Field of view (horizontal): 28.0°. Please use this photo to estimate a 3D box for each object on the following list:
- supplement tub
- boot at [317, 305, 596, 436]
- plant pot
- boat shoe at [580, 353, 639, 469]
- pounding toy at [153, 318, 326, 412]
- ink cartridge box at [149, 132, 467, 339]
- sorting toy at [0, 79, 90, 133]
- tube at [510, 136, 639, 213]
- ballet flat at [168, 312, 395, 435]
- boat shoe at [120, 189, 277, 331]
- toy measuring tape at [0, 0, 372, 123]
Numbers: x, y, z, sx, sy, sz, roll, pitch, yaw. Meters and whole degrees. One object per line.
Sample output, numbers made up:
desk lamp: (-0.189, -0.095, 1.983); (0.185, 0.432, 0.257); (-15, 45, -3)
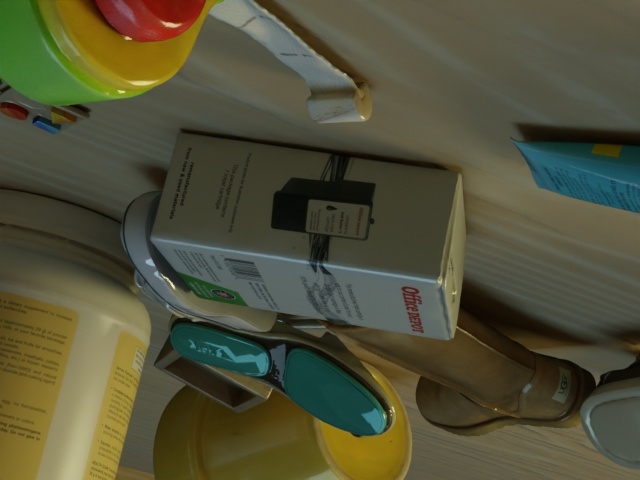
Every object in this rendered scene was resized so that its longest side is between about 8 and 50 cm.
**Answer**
supplement tub: (-0.290, 0.142, 1.168); (0.241, 0.331, 0.241); (11, 162, 4)
boot: (0.097, 0.102, 1.220); (0.269, 0.089, 0.236); (27, 154, -33)
plant pot: (-0.030, 0.249, 1.529); (0.254, 0.254, 0.239); (25, 142, -35)
boat shoe: (0.378, 0.132, 1.092); (0.324, 0.097, 0.116); (-14, 108, 47)
pounding toy: (-0.085, 0.111, 1.368); (0.130, 0.100, 0.141); (30, 157, -10)
ink cartridge box: (0.000, 0.000, 0.939); (0.208, 0.087, 0.153); (9, 162, 11)
sorting toy: (-0.212, -0.095, 0.905); (0.083, 0.012, 0.062); (23, 160, -33)
tube: (0.220, -0.032, 0.769); (0.207, 0.052, 0.080); (10, 159, 26)
ballet flat: (-0.029, 0.110, 1.267); (0.248, 0.086, 0.086); (24, 165, 12)
boat shoe: (-0.117, 0.028, 1.093); (0.084, 0.095, 0.258); (0, 159, 21)
toy measuring tape: (-0.079, -0.098, 0.643); (0.121, 0.121, 0.330); (0, 159, 34)
